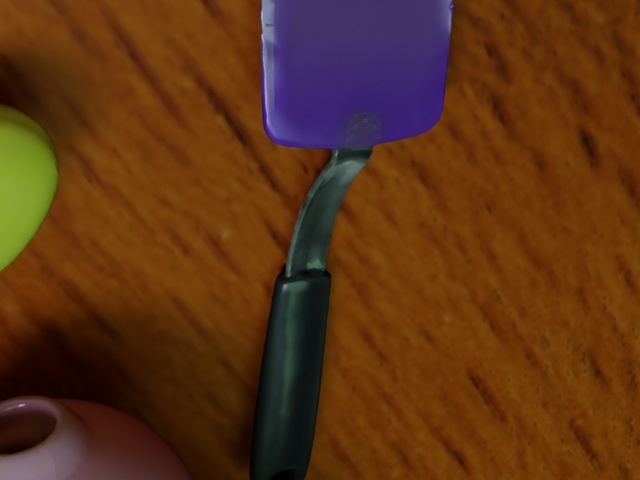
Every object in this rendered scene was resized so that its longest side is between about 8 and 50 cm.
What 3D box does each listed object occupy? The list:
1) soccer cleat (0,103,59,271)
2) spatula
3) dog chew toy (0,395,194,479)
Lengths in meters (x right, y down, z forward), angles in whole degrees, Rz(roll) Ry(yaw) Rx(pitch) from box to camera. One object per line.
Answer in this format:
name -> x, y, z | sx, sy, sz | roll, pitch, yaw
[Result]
soccer cleat -> -0.218, 0.047, 0.604 | 0.289, 0.121, 0.093 | -27, 132, -2
spatula -> 0.000, 0.000, 0.724 | 0.084, 0.030, 0.296 | -6, 129, -22
dog chew toy -> -0.098, 0.210, 0.746 | 0.207, 0.206, 0.331 | -15, 124, -12
